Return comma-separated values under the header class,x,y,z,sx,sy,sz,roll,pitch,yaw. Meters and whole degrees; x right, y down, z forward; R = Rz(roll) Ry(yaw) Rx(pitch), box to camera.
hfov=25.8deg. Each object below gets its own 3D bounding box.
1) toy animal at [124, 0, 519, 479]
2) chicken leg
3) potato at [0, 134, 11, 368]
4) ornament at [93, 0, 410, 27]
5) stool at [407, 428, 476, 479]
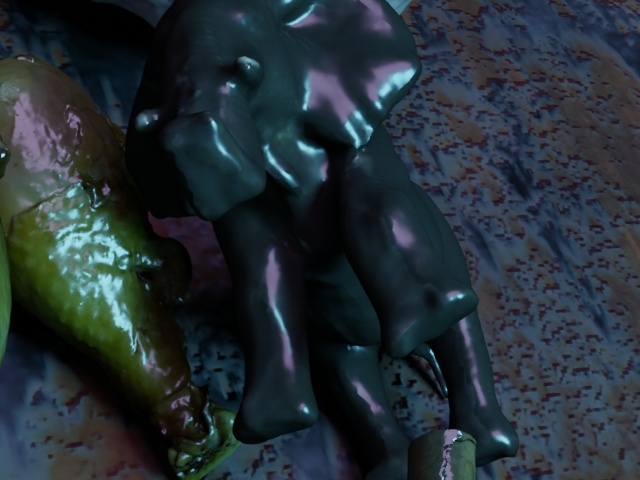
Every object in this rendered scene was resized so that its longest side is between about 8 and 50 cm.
class,x,y,z,sx,sy,sz,roll,pitch,yaw
toy animal,-0.006,0.001,0.504,0.115,0.245,0.146,-15,58,3
chicken leg,-0.082,0.009,0.536,0.093,0.070,0.178,-19,68,-46
potato,-0.188,-0.004,0.427,0.197,0.148,0.228,32,40,-18
ornament,-0.021,-0.207,0.625,0.225,0.259,0.259,41,43,25
stool,0.055,0.147,0.440,0.217,0.125,0.121,22,41,-23
